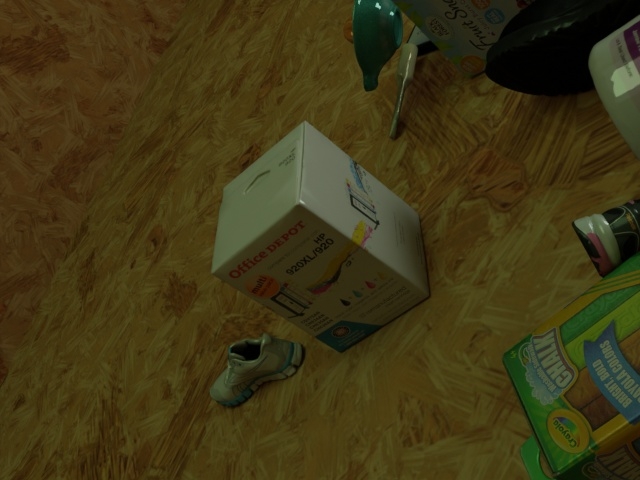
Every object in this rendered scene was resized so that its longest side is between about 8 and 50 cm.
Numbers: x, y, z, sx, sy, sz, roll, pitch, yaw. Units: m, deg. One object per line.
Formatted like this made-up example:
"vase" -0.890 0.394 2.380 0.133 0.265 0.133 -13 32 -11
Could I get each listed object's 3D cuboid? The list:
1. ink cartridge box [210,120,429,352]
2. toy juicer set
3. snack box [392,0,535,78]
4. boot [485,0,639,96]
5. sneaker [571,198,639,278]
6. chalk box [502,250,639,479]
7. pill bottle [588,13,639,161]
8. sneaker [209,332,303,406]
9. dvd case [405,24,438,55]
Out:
"ink cartridge box" 0.000 0.000 1.003 0.171 0.233 0.168 -37 33 30
"toy juicer set" 0.091 -0.356 1.215 0.090 0.329 0.209 2 41 20
"snack box" 0.220 -0.348 1.070 0.175 0.207 0.070 -21 41 43
"boot" 0.349 -0.335 0.891 0.348 0.131 0.260 -20 53 55
"sneaker" 0.287 0.002 0.661 0.077 0.178 0.072 -30 73 26
"chalk box" 0.244 0.131 0.607 0.213 0.132 0.132 -43 31 20
"pill bottle" 0.409 -0.184 0.657 0.302 0.169 0.169 -33 36 35
"sneaker" -0.117 0.186 1.140 0.191 0.083 0.071 -36 35 32
"dvd case" 0.249 -0.439 1.316 0.180 0.022 0.253 -4 57 55
